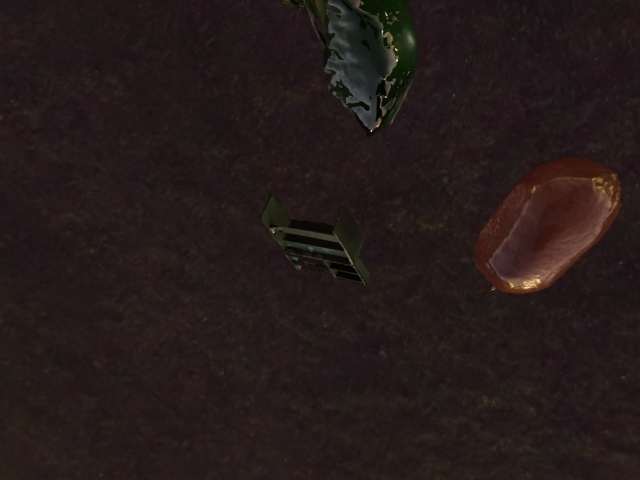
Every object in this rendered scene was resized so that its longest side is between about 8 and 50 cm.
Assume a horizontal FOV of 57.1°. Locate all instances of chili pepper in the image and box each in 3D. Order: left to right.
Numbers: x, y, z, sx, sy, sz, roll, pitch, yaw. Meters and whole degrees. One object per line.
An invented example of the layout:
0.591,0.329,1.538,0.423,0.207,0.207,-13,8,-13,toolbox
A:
0.003,-0.221,0.491,0.264,0.116,0.148,53,154,-1,chili pepper

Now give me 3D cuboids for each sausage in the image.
0.324,-0.017,0.875,0.148,0.148,0.254,22,130,2,sausage

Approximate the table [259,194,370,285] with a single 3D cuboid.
0.000,0.000,1.014,0.146,0.062,0.175,10,154,30,table
